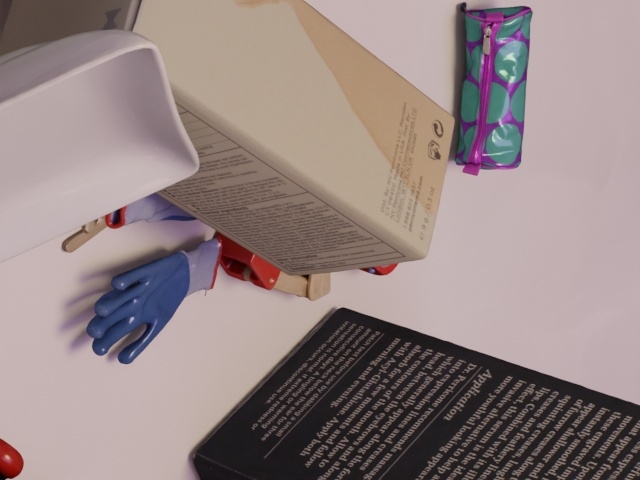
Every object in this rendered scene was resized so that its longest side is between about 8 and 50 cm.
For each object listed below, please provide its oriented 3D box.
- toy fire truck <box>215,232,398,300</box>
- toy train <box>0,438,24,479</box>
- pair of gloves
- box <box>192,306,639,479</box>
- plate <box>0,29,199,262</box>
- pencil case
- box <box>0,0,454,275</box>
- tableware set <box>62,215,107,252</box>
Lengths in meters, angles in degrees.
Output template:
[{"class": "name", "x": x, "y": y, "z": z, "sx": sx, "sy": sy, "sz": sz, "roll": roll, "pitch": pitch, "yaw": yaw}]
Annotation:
[{"class": "toy fire truck", "x": 0.000, "y": 0.000, "z": 1.493, "sx": 0.192, "sy": 0.047, "sz": 0.135, "roll": 41, "pitch": 72, "yaw": -50}, {"class": "toy train", "x": -0.217, "y": 0.196, "z": 1.225, "sx": 0.105, "sy": 0.143, "sz": 0.248, "roll": -58, "pitch": 139, "yaw": -19}, {"class": "pair of gloves", "x": -0.120, "y": -0.001, "z": 1.342, "sx": 0.159, "sy": 0.023, "sz": 0.198, "roll": -29, "pitch": 138, "yaw": -52}, {"class": "box", "x": 0.135, "y": 0.269, "z": 1.472, "sx": 0.212, "sy": 0.395, "sz": 0.293, "roll": -44, "pitch": 133, "yaw": -31}, {"class": "plate", "x": -0.215, "y": -0.035, "z": 1.040, "sx": 0.277, "sy": 0.045, "sz": 0.278, "roll": -23, "pitch": 168, "yaw": -4}, {"class": "pencil case", "x": 0.157, "y": -0.139, "z": 1.618, "sx": 0.070, "sy": 0.064, "sz": 0.152, "roll": -29, "pitch": 125, "yaw": -60}, {"class": "box", "x": -0.060, "y": -0.095, "z": 1.228, "sx": 0.311, "sy": 0.148, "sz": 0.121, "roll": 34, "pitch": 60, "yaw": -42}, {"class": "tableware set", "x": -0.127, "y": -0.087, "z": 1.317, "sx": 0.194, "sy": 0.039, "sz": 0.128, "roll": -39, "pitch": 130, "yaw": -35}]
